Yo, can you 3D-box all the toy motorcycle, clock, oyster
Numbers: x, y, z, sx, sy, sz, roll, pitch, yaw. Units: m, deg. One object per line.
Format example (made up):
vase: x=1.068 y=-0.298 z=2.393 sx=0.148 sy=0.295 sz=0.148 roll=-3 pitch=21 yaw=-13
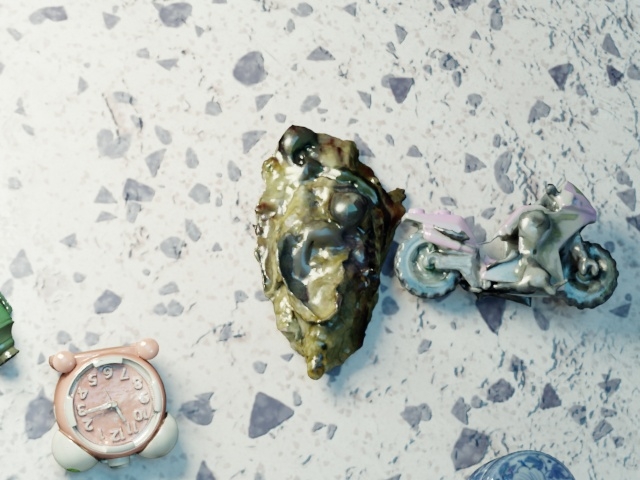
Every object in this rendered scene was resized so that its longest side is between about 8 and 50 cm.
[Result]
toy motorcycle: x=0.270 y=0.000 z=1.955 sx=0.327 sy=0.143 sz=0.188 roll=4 pitch=79 yaw=-5
clock: x=-0.275 y=0.217 z=1.767 sx=0.166 sy=0.093 sz=0.162 roll=-7 pitch=85 yaw=-18
oyster: x=-0.005 y=0.009 z=1.902 sx=0.221 sy=0.096 sz=0.361 roll=19 pitch=67 yaw=-3

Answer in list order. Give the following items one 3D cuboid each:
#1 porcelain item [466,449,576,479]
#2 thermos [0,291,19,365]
porcelain item: x=0.276 y=0.367 z=1.860 sx=0.147 sy=0.114 sz=0.147 roll=5 pitch=72 yaw=-16
thermos: x=-0.462 y=0.081 z=1.764 sx=0.073 sy=0.083 sz=0.188 roll=-37 pitch=88 yaw=0
